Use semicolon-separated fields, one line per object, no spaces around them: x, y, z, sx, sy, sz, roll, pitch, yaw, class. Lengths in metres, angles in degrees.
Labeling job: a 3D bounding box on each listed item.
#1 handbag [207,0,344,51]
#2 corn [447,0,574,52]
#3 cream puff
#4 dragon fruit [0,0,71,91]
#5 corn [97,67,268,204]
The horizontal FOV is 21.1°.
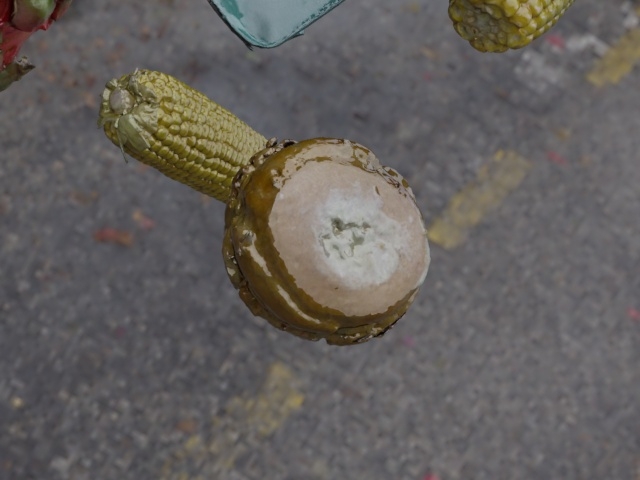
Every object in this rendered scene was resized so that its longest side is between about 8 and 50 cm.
-0.042;-0.368;1.847;0.269;0.274;0.100;51;-4;-10;handbag
0.199;-0.259;1.365;0.106;0.106;0.305;35;60;8;corn
0.000;0.000;1.253;0.150;0.115;0.165;-33;100;-24;cream puff
-0.361;-0.258;1.672;0.231;0.303;0.237;19;35;-22;dragon fruit
-0.120;-0.095;1.753;0.260;0.091;0.091;31;15;-46;corn
